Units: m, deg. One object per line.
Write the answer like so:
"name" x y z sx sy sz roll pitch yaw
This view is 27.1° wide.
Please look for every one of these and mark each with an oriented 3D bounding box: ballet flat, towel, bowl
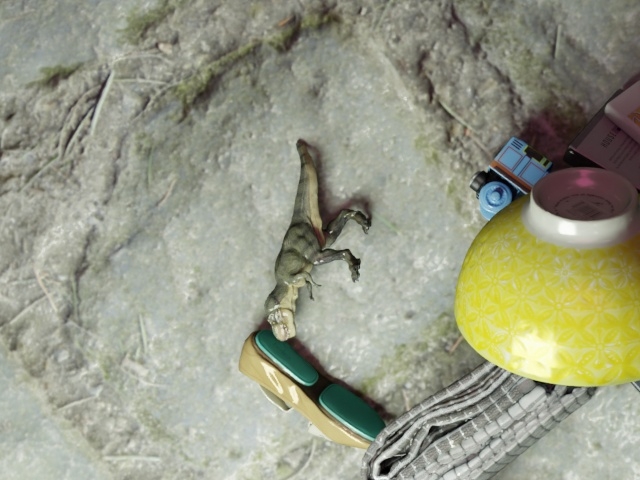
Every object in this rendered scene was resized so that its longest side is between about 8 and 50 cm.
"ballet flat" -0.011 0.208 1.730 0.232 0.080 0.073 40 121 14
"towel" 0.190 0.215 1.600 0.284 0.235 0.121 -39 75 5
"bowl" 0.291 0.013 1.476 0.290 0.289 0.156 2 125 11

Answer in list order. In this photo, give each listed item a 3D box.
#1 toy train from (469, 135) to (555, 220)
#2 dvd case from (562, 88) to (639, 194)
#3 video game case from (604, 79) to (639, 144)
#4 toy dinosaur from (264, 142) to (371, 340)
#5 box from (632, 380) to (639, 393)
"toy train" 0.280 -0.045 1.686 0.184 0.080 0.105 38 87 12
"dvd case" 0.432 -0.082 1.621 0.239 0.179 0.029 33 132 13
"video game case" 0.498 -0.145 1.613 0.206 0.026 0.227 -36 63 -18
"toy dinosaur" 0.000 0.000 1.733 0.118 0.064 0.268 7 75 11
"box" 0.447 0.139 1.585 0.158 0.156 0.093 -43 45 4
